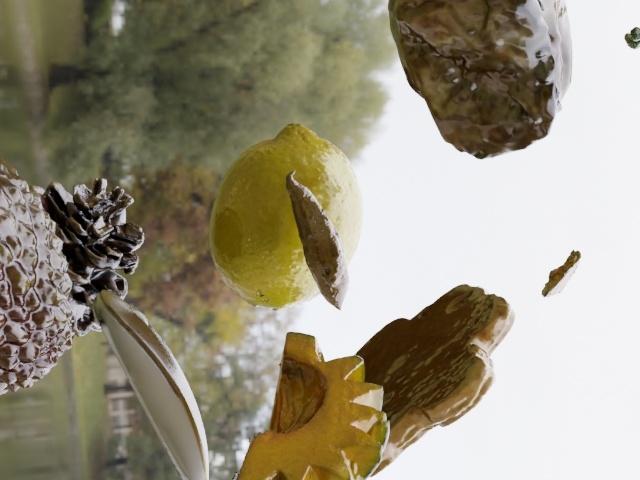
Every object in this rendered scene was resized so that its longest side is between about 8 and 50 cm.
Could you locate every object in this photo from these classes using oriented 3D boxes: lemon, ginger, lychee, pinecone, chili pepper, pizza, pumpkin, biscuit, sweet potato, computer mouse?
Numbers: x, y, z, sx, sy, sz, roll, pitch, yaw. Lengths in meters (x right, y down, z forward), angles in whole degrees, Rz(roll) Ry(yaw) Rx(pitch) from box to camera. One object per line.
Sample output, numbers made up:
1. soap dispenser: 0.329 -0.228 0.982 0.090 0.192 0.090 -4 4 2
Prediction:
1. lemon: -0.052 -0.028 1.692 0.236 0.236 0.263 -108 -157 -48
2. ginger: 0.185 -0.258 1.291 0.269 0.200 0.223 65 33 -37
3. lychee: -0.344 0.028 1.005 0.236 0.271 0.236 -44 -163 18
4. pinecone: -0.385 0.029 1.670 0.243 0.257 0.243 45 36 -47
5. chili pepper: 0.420 -0.269 1.492 0.083 0.022 0.027 -17 116 -83
6. pizza: 0.328 0.050 1.550 0.025 0.078 0.083 42 -39 21
7. pumpkin: -0.003 0.215 1.086 0.254 0.131 0.149 -75 171 -61
8. biscuit: 0.108 0.157 1.277 0.051 0.269 0.376 45 -12 -10
9. sweet potato: 0.000 0.000 1.506 0.068 0.060 0.205 -4 -67 61
10. computer mouse: -0.177 0.160 1.233 0.245 0.056 0.126 63 -7 -12
